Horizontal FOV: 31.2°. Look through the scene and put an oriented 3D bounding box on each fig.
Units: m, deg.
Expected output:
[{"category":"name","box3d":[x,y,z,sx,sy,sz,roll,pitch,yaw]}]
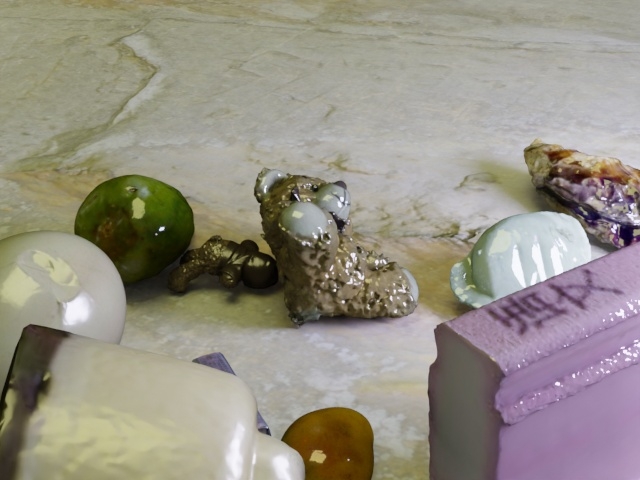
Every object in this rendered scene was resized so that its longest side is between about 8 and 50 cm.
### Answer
[{"category":"fig","box3d":[-0.267,-0.031,1.701,0.167,0.167,0.233,5,29,11]}]

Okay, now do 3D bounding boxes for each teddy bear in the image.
[{"category":"teddy bear","box3d":[-0.139,0.029,1.675,0.160,0.078,0.119,3,28,10]},{"category":"teddy bear","box3d":[0.000,0.000,1.627,0.156,0.267,0.256,-39,35,22]}]

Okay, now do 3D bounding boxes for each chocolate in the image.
[{"category":"chocolate","box3d":[-0.178,0.260,1.114,0.297,0.314,0.326,12,-11,-13]}]

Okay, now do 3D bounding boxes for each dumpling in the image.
[{"category":"dumpling","box3d":[0.286,0.042,1.623,0.219,0.152,0.108,-27,-7,-11]}]

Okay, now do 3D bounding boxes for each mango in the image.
[{"category":"mango","box3d":[0.006,0.243,1.304,0.111,0.089,0.163,19,23,-7]}]

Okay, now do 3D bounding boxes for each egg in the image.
[{"category":"egg","box3d":[-0.360,0.102,1.433,0.219,0.219,0.269,9,35,18]}]

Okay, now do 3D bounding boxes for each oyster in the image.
[{"category":"oyster","box3d":[0.460,-0.075,1.792,0.271,0.100,0.275,12,26,-5]}]

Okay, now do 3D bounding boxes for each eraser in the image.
[{"category":"eraser","box3d":[0.293,0.160,1.251,0.359,0.272,0.122,-18,32,-27]}]

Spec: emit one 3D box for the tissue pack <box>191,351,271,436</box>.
[{"category":"tissue pack","box3d":[-0.102,0.216,1.330,0.051,0.112,0.156,-15,33,-19]}]
